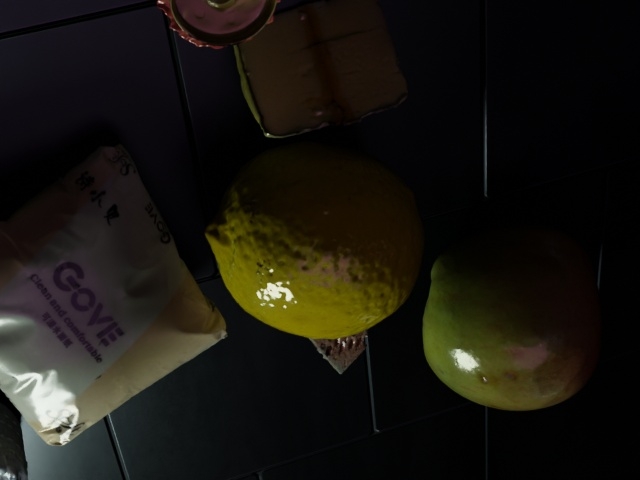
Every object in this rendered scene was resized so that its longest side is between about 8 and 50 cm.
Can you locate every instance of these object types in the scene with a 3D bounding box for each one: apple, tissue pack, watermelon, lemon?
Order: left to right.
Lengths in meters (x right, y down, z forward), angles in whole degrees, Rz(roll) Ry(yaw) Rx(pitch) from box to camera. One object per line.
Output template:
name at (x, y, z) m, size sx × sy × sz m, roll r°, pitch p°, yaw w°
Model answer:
tissue pack at (-0.373, 0.091, 1.557) m, size 0.390 × 0.195 × 0.376 m, roll -38°, pitch 120°, yaw -10°
lemon at (-0.002, -0.001, 1.579) m, size 0.336 × 0.336 × 0.336 m, roll -10°, pitch 125°, yaw -15°
watermelon at (0.021, 0.147, 1.839) m, size 0.154 × 0.094 × 0.241 m, roll -29°, pitch 130°, yaw -14°
apple at (0.325, 0.138, 1.795) m, size 0.304 × 0.338 × 0.339 m, roll -1°, pitch 124°, yaw -2°

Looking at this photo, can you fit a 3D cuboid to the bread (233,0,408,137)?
bread at (0.007, -0.256, 1.492) m, size 0.240 × 0.178 × 0.135 m, roll -18°, pitch 128°, yaw -7°

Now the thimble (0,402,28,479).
thimble at (-0.608, 0.379, 1.680) m, size 0.236 × 0.172 × 0.205 m, roll -3°, pitch 121°, yaw -18°

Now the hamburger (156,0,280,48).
hamburger at (-0.140, -0.356, 1.390) m, size 0.175 × 0.137 × 0.175 m, roll -7°, pitch 125°, yaw -11°
